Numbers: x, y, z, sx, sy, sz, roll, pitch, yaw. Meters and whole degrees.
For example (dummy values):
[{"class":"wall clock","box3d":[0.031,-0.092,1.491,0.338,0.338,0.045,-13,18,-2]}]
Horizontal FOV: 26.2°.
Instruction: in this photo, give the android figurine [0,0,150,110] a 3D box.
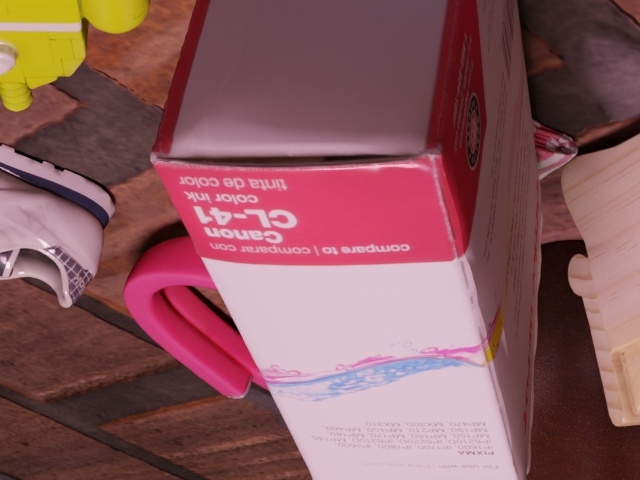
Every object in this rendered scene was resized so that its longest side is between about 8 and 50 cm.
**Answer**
[{"class":"android figurine","box3d":[-0.222,-0.157,0.783,0.248,0.056,0.273,1,152,-5]}]

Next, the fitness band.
[{"class":"fitness band","box3d":[-0.041,0.085,1.169,0.209,0.054,0.291,1,149,39]}]

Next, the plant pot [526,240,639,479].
[{"class":"plant pot","box3d":[0.178,0.125,0.983,0.215,0.230,0.215,10,153,5]}]

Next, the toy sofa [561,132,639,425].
[{"class":"toy sofa","box3d":[0.303,-0.020,0.773,0.150,0.177,0.362,-2,161,-27]}]

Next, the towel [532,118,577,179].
[{"class":"towel","box3d":[0.049,-0.064,0.902,0.197,0.029,0.144,22,153,-17]}]

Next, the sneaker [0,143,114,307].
[{"class":"sneaker","box3d":[-0.279,-0.027,1.054,0.235,0.095,0.090,19,155,-8]}]

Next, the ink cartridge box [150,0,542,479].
[{"class":"ink cartridge box","box3d":[0.037,-0.032,0.712,0.131,0.226,0.306,0,144,14]}]
